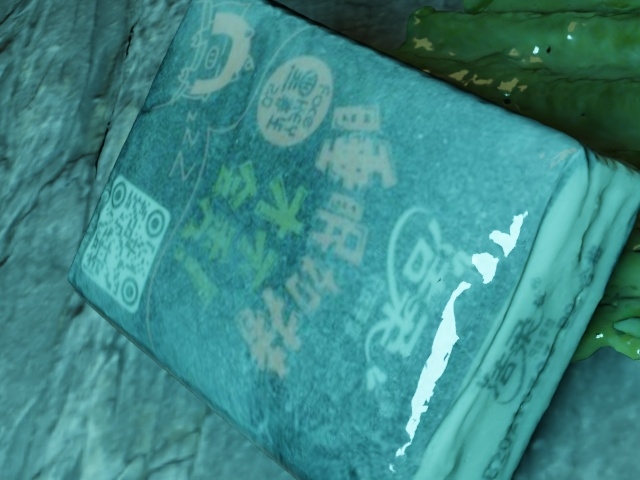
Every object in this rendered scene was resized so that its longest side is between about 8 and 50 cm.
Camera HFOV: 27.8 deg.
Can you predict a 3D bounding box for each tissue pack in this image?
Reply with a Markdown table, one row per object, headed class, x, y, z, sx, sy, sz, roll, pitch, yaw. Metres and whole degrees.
| class | x | y | z | sx | sy | sz | roll | pitch | yaw |
| --- | --- | --- | --- | --- | --- | --- | --- | --- | --- |
| tissue pack | 0.000 | 0.000 | 0.734 | 0.316 | 0.103 | 0.228 | 32 | 101 | 41 |

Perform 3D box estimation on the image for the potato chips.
| class | x | y | z | sx | sy | sz | roll | pitch | yaw |
| --- | --- | --- | --- | --- | --- | --- | --- | --- | --- |
| potato chips | 0.187 | -0.107 | 0.750 | 0.389 | 0.097 | 0.373 | -21 | 48 | 31 |
